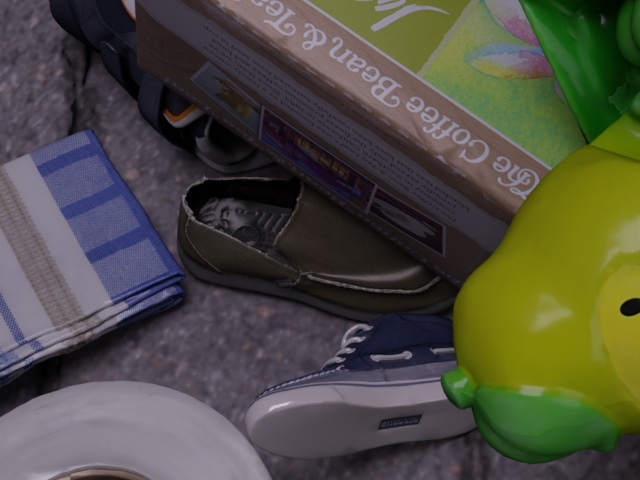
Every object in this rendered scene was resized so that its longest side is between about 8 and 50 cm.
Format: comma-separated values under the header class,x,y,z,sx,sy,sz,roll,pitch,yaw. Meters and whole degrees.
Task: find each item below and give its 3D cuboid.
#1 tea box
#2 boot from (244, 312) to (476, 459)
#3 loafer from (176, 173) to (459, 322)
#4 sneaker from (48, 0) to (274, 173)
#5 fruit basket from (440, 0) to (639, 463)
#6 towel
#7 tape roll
class,x,y,z,sx,sy,sz,roll,pitch,yaw
tea box,0.091,-0.186,1.210,0.329,0.220,0.323,34,75,5
boot,0.025,0.100,1.228,0.190,0.069,0.086,0,46,-28
loafer,0.000,0.000,1.309,0.251,0.087,0.094,4,62,16
sneaker,-0.109,-0.137,1.396,0.321,0.126,0.127,17,79,31
fruit basket,0.249,-0.015,0.984,0.283,0.392,0.392,-7,55,43
towel,-0.270,0.034,1.370,0.285,0.034,0.209,-27,52,-12
tape roll,-0.147,0.245,1.199,0.286,0.100,0.286,-6,59,11
